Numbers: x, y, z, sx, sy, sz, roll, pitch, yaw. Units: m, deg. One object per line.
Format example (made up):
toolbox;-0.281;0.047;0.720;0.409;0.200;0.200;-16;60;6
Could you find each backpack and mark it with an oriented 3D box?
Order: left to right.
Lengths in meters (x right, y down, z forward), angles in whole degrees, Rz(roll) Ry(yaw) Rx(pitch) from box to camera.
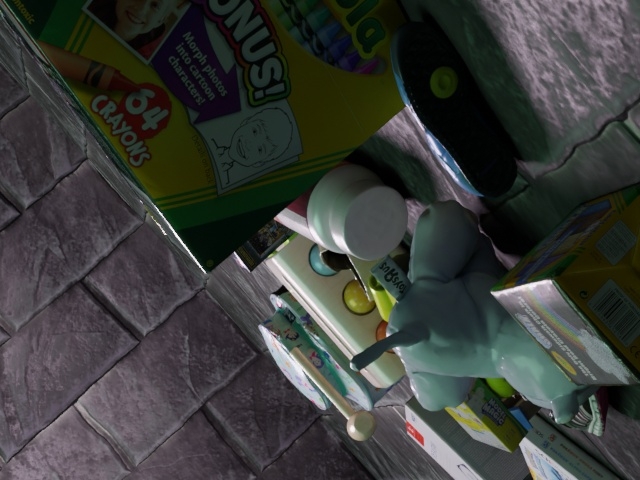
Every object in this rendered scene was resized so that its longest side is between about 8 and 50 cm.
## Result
backpack;0.024;0.192;2.353;0.253;0.191;0.225;35;162;29

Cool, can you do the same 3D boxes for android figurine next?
android figurine;0.172;0.127;1.786;0.248;0.056;0.273;35;162;33

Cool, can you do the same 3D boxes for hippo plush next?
hippo plush;0.209;0.079;1.456;0.236;0.234;0.294;8;166;23

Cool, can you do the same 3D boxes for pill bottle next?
pill bottle;0.017;-0.052;1.758;0.221;0.121;0.121;29;157;56

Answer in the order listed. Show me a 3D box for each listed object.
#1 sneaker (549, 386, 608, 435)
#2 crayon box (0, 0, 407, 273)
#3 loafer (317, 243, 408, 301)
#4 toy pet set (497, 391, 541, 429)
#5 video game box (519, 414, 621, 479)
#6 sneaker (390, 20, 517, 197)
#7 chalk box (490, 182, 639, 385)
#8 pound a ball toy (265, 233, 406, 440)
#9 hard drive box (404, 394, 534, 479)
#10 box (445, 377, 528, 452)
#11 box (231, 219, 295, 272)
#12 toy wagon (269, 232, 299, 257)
sneaker;0.310;0.192;1.592;0.074;0.063;0.170;5;156;16
crayon box;-0.097;-0.204;1.244;0.106;0.313;0.363;36;164;53
loafer;0.026;-0.011;1.917;0.268;0.092;0.102;41;166;28
toy pet set;0.260;0.218;1.884;0.114;0.065;0.122;55;166;-27
video game box;0.385;0.367;1.960;0.187;0.048;0.205;40;165;41
sneaker;0.119;-0.130;1.310;0.209;0.069;0.082;54;170;-27
chalk box;0.262;0.047;1.224;0.132;0.132;0.213;48;168;-4
pound a ball toy;0.041;0.134;2.039;0.319;0.208;0.136;49;168;-2
hard drive box;0.259;0.358;2.257;0.232;0.089;0.181;43;166;22
box;0.189;0.207;1.761;0.179;0.043;0.105;45;165;-21
box;-0.124;-0.089;2.030;0.233;0.159;0.044;54;166;-23
toy wagon;-0.107;-0.066;2.219;0.344;0.068;0.267;45;168;24
